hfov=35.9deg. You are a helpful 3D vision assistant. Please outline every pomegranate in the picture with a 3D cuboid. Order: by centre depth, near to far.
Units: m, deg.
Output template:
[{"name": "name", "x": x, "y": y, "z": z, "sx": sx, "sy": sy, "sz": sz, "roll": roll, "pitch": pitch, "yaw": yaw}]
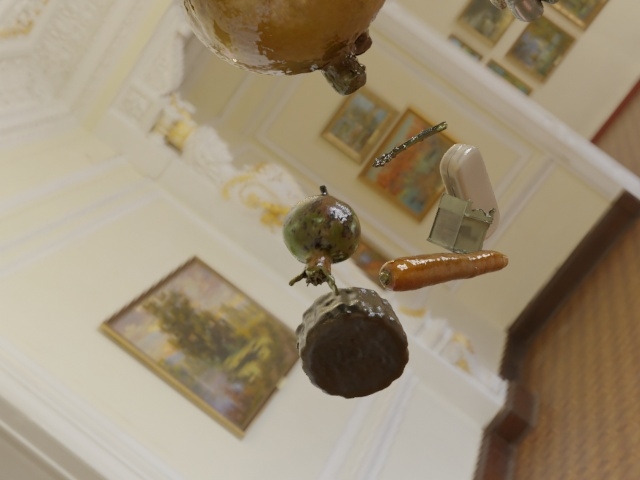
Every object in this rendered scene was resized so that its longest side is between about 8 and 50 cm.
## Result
[{"name": "pomegranate", "x": -0.003, "y": 0.000, "z": 1.914, "sx": 0.156, "sy": 0.156, "sz": 0.220, "roll": -55, "pitch": 12, "yaw": 36}]

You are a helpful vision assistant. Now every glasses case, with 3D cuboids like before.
[{"name": "glasses case", "x": 0.278, "y": -0.088, "z": 1.828, "sx": 0.083, "sy": 0.050, "sz": 0.196, "roll": -42, "pitch": -52, "yaw": -27}]

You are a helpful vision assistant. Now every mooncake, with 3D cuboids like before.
[{"name": "mooncake", "x": 0.063, "y": 0.205, "z": 2.016, "sx": 0.228, "sy": 0.228, "sz": 0.124, "roll": -54, "pitch": 22, "yaw": 24}]

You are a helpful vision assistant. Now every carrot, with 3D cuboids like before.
[{"name": "carrot", "x": 0.162, "y": 0.034, "z": 1.247, "sx": 0.247, "sy": 0.043, "sz": 0.043, "roll": -6, "pitch": -39, "yaw": -45}]

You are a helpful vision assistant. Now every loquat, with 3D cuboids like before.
[{"name": "loquat", "x": -0.040, "y": -0.371, "z": 1.425, "sx": 0.328, "sy": 0.359, "sz": 0.328, "roll": -29, "pitch": 7, "yaw": 4}]

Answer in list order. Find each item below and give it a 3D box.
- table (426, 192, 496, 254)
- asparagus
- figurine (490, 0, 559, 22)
[{"name": "table", "x": 0.224, "y": -0.024, "z": 1.564, "sx": 0.079, "sy": 0.062, "sz": 0.083, "roll": 27, "pitch": 102, "yaw": 58}, {"name": "asparagus", "x": 0.112, "y": -0.121, "z": 1.224, "sx": 0.166, "sy": 0.016, "sz": 0.013, "roll": -31, "pitch": -32, "yaw": -43}, {"name": "figurine", "x": 0.257, "y": -0.473, "z": 1.517, "sx": 0.224, "sy": 0.205, "sz": 0.382, "roll": -29, "pitch": -34, "yaw": 0}]
